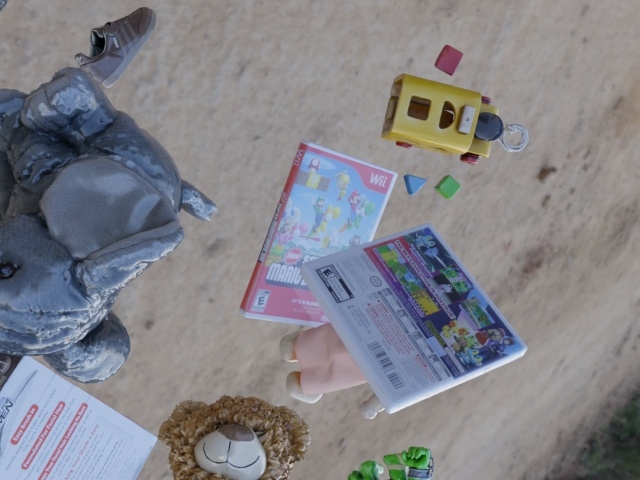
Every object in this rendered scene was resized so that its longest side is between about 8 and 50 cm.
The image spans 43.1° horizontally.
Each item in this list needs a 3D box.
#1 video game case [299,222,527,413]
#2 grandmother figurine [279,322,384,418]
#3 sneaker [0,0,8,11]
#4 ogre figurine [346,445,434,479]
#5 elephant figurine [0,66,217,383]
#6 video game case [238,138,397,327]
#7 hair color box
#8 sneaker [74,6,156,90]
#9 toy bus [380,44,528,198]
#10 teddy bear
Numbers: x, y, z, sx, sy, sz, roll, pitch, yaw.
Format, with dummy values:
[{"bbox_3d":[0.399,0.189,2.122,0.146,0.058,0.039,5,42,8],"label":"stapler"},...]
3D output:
[{"bbox_3d":[0.102,0.078,0.912,0.183,0.201,0.023,-17,145,-25],"label":"video game case"},{"bbox_3d":[0.079,0.154,1.202,0.104,0.342,0.208,-14,87,-44],"label":"grandmother figurine"},{"bbox_3d":[-0.527,-0.525,1.284,0.130,0.147,0.330,113,2,-81],"label":"sneaker"},{"bbox_3d":[0.101,0.381,1.193,0.097,0.197,0.118,26,51,-43],"label":"ogre figurine"},{"bbox_3d":[-0.173,0.015,0.531,0.186,0.239,0.169,-15,134,2],"label":"elephant figurine"},{"bbox_3d":[0.000,0.000,1.290,0.204,0.025,0.285,13,100,-42],"label":"video game case"},{"bbox_3d":[-0.222,0.165,0.669,0.167,0.053,0.093,50,59,-44],"label":"hair color box"},{"bbox_3d":[-0.322,-0.325,1.288,0.071,0.066,0.188,45,46,-32],"label":"sneaker"},{"bbox_3d":[0.187,-0.168,1.142,0.202,0.191,0.104,-33,-174,-3],"label":"toy bus"},{"bbox_3d":[-0.099,0.308,0.774,0.338,0.245,0.113,-66,154,-20],"label":"teddy bear"}]
